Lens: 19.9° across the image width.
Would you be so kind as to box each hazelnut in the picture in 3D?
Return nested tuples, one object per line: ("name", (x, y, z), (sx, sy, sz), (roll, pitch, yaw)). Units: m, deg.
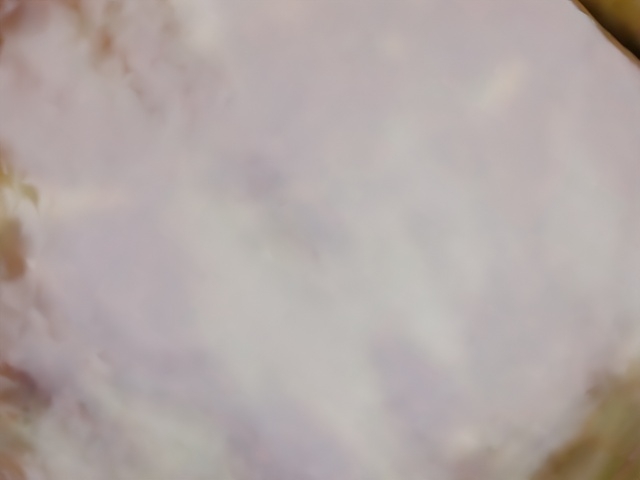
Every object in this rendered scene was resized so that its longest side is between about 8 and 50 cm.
("hazelnut", (0.000, 0.000, 0.405), (0.234, 0.218, 0.218), (-38, 99, 12))
